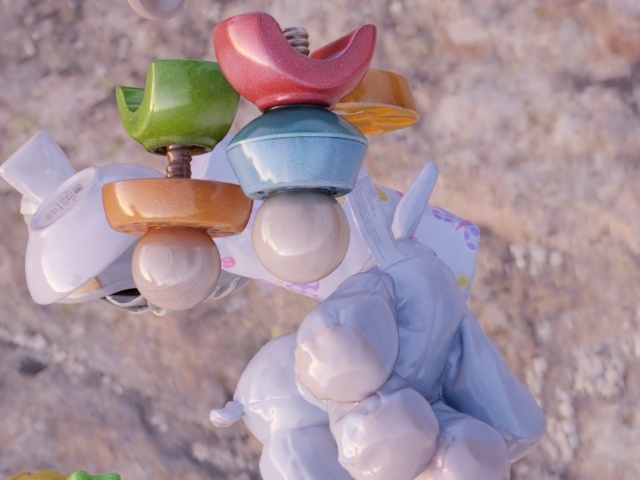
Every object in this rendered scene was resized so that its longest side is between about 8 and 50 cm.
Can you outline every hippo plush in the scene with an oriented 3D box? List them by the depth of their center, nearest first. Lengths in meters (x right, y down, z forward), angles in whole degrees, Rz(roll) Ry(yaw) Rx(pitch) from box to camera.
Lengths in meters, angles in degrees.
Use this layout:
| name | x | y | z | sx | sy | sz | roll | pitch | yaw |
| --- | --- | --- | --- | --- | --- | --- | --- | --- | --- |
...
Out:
| name | x | y | z | sx | sy | sz | roll | pitch | yaw |
| --- | --- | --- | --- | --- | --- | --- | --- | --- | --- |
| hippo plush | 0.008 | 0.122 | 1.456 | 0.236 | 0.234 | 0.294 | -34 | 74 | 35 |

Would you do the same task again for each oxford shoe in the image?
| name | x | y | z | sx | sy | sz | roll | pitch | yaw |
| --- | --- | --- | --- | --- | --- | --- | --- | --- | --- |
| oxford shoe | -0.161 | 0.016 | 1.902 | 0.169 | 0.449 | 0.130 | 1 | 88 | 30 |

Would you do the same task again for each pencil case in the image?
| name | x | y | z | sx | sy | sz | roll | pitch | yaw |
| --- | --- | --- | --- | --- | --- | --- | --- | --- | --- |
| pencil case | 0.000 | 0.000 | 1.538 | 0.273 | 0.124 | 0.113 | 17 | 25 | -13 |

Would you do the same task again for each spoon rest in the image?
| name | x | y | z | sx | sy | sz | roll | pitch | yaw |
| --- | --- | --- | --- | --- | --- | --- | --- | --- | --- |
| spoon rest | -0.188 | -0.020 | 1.408 | 0.137 | 0.084 | 0.276 | -43 | 24 | -3 |

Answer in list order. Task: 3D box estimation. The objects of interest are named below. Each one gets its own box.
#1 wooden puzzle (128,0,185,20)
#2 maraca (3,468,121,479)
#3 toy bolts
| name | x | y | z | sx | sy | sz | roll | pitch | yaw |
| --- | --- | --- | --- | --- | --- | --- | --- | --- | --- |
| wooden puzzle | -0.169 | -0.397 | 1.407 | 0.080 | 0.348 | 0.322 | -1 | 60 | 12 |
| maraca | -0.264 | 0.272 | 1.762 | 0.185 | 0.127 | 0.099 | -24 | 56 | 19 |
| toy bolts | -0.018 | -0.040 | 1.153 | 0.218 | 0.228 | 0.158 | 2 | 81 | -21 |
